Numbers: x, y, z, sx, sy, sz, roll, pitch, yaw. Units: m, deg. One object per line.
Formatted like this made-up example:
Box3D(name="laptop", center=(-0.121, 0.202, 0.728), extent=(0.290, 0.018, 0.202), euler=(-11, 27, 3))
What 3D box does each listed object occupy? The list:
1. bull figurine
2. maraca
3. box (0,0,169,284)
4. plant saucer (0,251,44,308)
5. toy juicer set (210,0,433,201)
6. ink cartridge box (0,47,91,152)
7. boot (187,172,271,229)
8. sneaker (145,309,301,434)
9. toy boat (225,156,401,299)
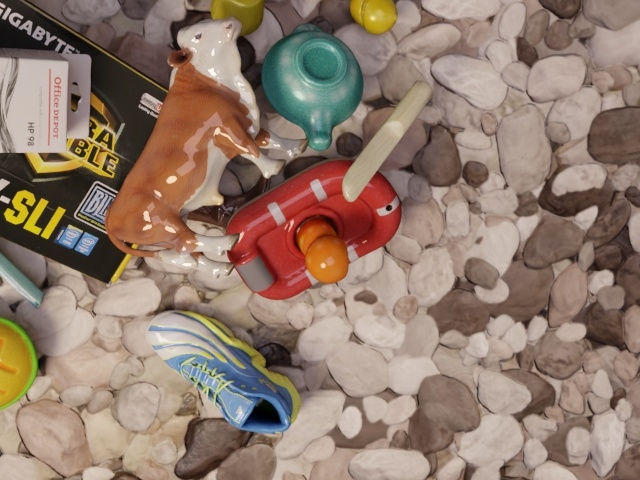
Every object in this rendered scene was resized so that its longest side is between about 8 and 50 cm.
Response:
Box3D(name="bull figurine", center=(-0.136, -0.104, 0.970), extent=(0.188, 0.101, 0.310), euler=(33, 104, 7))
Box3D(name="maraca", center=(-0.456, 0.168, 1.060), extent=(0.185, 0.099, 0.127), euler=(-21, 92, 5))
Box3D(name="box", center=(-0.328, -0.123, 0.981), extent=(0.322, 0.079, 0.257), euler=(31, 96, -36))
Box3D(name="plant saucer", center=(-0.432, 0.015, 1.062), extent=(0.192, 0.067, 0.018), euler=(47, 67, -9))
Box3D(name="toy juicer set", center=(0.023, -0.225, 1.051), extent=(0.209, 0.089, 0.329), euler=(-31, 84, -19))
Box3D(name="ink cartridge box", center=(-0.332, -0.152, 0.882), extent=(0.180, 0.060, 0.104), euler=(-4, 113, -29))
Box3D(name="boot", center=(-0.130, -0.065, 1.094), extent=(0.114, 0.037, 0.106), euler=(20, 97, -4))
Box3D(name="sneaker", center=(-0.125, 0.176, 1.080), extent=(0.240, 0.126, 0.091), euler=(31, 93, -9))
Box3D(name="toy boat", center=(0.000, 0.000, 1.042), extent=(0.231, 0.151, 0.151), euler=(-31, 125, -1))
